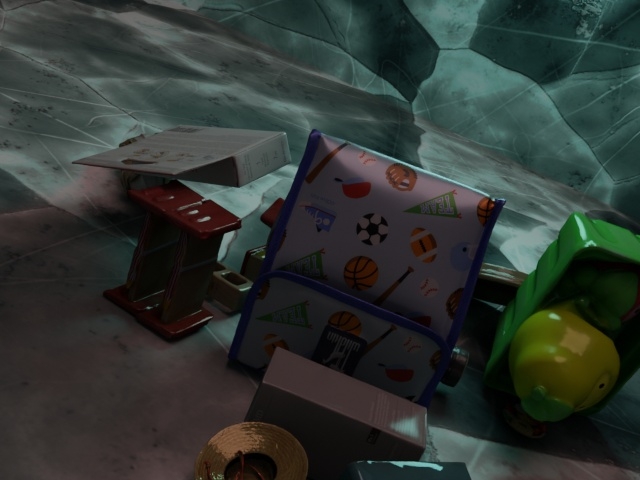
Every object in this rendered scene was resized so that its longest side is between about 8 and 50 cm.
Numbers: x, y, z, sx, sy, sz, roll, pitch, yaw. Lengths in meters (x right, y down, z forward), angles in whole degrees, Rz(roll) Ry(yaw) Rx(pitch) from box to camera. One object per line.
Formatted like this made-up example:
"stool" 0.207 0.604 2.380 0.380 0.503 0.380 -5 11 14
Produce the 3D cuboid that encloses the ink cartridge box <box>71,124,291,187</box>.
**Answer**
"ink cartridge box" -0.247 -0.138 1.455 0.296 0.066 0.261 10 28 41

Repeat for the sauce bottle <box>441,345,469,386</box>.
"sauce bottle" 0.088 0.156 1.427 0.345 0.111 0.111 23 24 4

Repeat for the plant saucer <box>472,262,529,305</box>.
"plant saucer" 0.366 0.093 1.708 0.278 0.041 0.278 16 -11 3

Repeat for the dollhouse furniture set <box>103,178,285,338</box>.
"dollhouse furniture set" -0.172 0.006 1.407 0.152 0.201 0.374 30 24 22

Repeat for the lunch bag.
"lunch bag" 0.066 0.064 1.284 0.328 0.385 0.239 22 -2 1

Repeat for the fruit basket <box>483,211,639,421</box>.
"fruit basket" 0.448 0.177 1.404 0.283 0.392 0.392 18 24 -10

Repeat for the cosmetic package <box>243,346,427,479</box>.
"cosmetic package" 0.016 0.259 1.134 0.238 0.127 0.107 20 25 -2

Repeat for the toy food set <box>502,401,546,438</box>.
"toy food set" 0.358 0.316 1.439 0.083 0.020 0.082 9 27 -28

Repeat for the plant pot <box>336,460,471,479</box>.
"plant pot" 0.105 0.391 0.903 0.166 0.165 0.234 8 37 -29

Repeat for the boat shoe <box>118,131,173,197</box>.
"boat shoe" -0.349 -0.118 1.649 0.103 0.113 0.302 -6 33 -11

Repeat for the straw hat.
"straw hat" -0.089 0.301 1.032 0.145 0.061 0.144 5 35 -3
